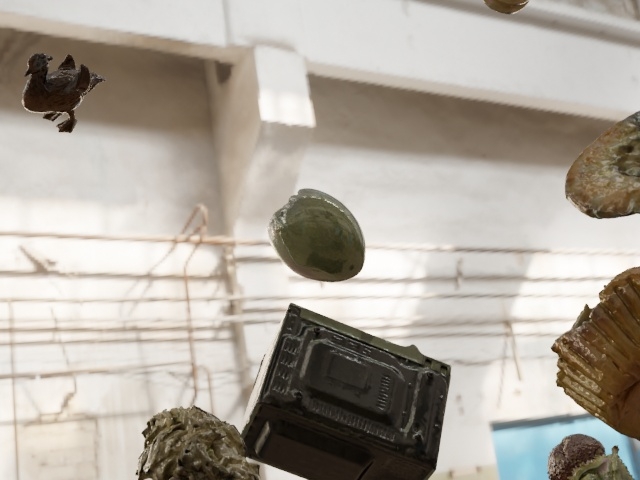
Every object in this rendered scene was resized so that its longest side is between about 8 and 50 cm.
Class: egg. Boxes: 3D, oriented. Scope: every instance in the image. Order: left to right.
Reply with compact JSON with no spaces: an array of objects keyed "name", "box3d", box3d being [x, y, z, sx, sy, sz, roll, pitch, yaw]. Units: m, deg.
[{"name":"egg","box3d":[0.000,0.000,2.004,0.183,0.217,0.183,-45,-4,-4]}]

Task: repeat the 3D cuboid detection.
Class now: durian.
[{"name":"durian","box3d":[0.534,0.480,1.776,0.146,0.208,0.102,21,-31,1]}]

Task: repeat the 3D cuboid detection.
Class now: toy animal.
[{"name":"toy animal","box3d":[-0.500,-0.310,1.823,0.188,0.089,0.179,-38,-30,-33]}]

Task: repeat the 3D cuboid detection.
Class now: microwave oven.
[{"name":"microwave oven","box3d":[0.050,0.319,1.810,0.355,0.286,0.218,22,-46,-4]}]

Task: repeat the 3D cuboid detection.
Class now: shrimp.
[{"name":"shrimp","box3d":[0.625,-0.179,1.599,0.445,0.272,0.085,-35,-61,-4]}]

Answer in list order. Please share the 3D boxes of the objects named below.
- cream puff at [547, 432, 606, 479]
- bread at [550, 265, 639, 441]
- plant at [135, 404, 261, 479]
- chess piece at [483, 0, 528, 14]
[{"name":"cream puff","box3d":[0.559,0.487,2.077,0.149,0.084,0.149,-41,4,4]},{"name":"bread","box3d":[0.497,0.170,1.422,0.274,0.149,0.274,-9,-61,-17]},{"name":"plant","box3d":[-0.112,0.206,0.782,0.104,0.116,0.122,26,-73,-39]},{"name":"chess piece","box3d":[0.403,-0.542,1.616,0.117,0.117,0.397,-3,-16,-19]}]
